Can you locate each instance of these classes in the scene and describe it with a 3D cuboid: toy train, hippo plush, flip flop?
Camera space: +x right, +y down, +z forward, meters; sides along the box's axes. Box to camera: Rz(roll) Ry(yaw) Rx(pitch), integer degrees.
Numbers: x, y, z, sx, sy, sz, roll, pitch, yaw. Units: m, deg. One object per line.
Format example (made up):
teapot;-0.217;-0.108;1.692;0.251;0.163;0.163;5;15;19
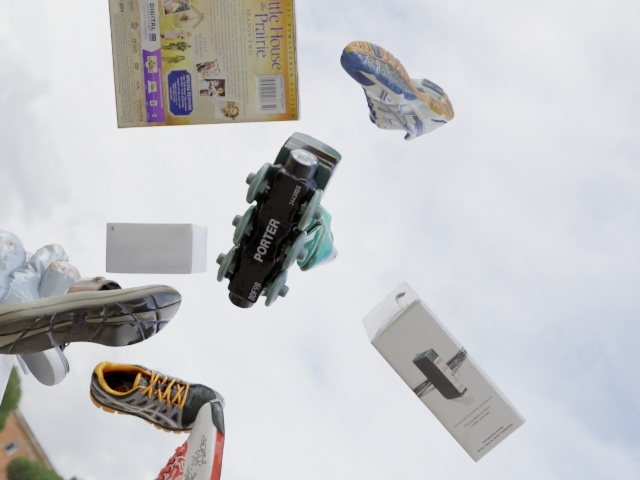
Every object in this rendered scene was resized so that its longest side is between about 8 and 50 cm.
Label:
toy train;-0.072;-0.032;1.350;0.142;0.190;0.334;27;-57;3
hippo plush;-0.722;0.096;1.719;0.234;0.294;0.236;15;-20;38
flip flop;-0.315;0.090;1.026;0.080;0.277;0.112;59;-41;34

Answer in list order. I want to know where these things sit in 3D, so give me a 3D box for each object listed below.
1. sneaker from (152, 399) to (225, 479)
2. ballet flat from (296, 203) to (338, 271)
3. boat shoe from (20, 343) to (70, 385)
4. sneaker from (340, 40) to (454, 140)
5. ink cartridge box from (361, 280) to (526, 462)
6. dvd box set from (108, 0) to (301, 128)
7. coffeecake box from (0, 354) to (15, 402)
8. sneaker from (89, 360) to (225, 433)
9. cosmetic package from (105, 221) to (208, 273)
sneaker;-0.214;0.347;1.047;0.090;0.145;0.270;130;-33;-74
ballet flat;0.000;0.000;1.621;0.087;0.247;0.083;38;-66;-23
boat shoe;-0.447;0.160;1.238;0.228;0.076;0.080;19;-61;47
sneaker;0.128;-0.270;1.474;0.131;0.296;0.112;-33;-131;33
ink cartridge box;0.203;0.217;1.324;0.273;0.114;0.197;50;3;-5
dvd box set;-0.258;-0.413;1.728;0.062;0.420;0.307;-58;146;-81
coffeecake box;-0.600;0.217;1.335;0.068;0.185;0.142;4;-29;5
sneaker;-0.252;0.235;1.171;0.215;0.084;0.083;8;-39;0
cosmetic package;-0.433;0.022;2.057;0.224;0.224;0.138;47;44;-87
